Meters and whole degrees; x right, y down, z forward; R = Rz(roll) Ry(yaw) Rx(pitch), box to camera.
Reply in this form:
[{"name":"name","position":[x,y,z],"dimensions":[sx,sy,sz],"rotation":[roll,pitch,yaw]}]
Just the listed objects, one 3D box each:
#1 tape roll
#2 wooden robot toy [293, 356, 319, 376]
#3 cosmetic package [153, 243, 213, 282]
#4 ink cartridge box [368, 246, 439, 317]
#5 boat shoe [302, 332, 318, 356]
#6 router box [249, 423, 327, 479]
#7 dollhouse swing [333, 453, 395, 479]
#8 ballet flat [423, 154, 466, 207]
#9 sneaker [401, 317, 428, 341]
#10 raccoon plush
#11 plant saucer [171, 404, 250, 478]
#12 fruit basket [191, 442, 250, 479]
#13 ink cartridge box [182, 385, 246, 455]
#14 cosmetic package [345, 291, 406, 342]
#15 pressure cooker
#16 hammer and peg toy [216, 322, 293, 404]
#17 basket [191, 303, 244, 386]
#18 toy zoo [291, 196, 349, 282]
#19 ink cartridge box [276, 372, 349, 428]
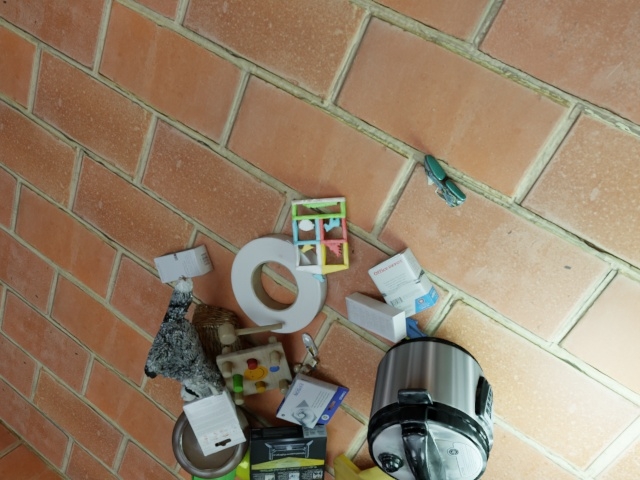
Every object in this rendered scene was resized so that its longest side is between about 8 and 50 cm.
[{"name":"tape roll","position":[-0.162,0.163,1.855],"dimensions":[0.392,0.072,0.392],"rotation":[7,107,23]},{"name":"wooden robot toy","position":[-0.081,0.518,1.928],"dimensions":[0.079,0.076,0.173],"rotation":[42,118,21]},{"name":"cosmetic package","position":[-0.571,0.098,2.020],"dimensions":[0.231,0.085,0.117],"rotation":[-14,99,26]},{"name":"ink cartridge box","position":[0.279,0.145,1.635],"dimensions":[0.148,0.086,0.203],"rotation":[-30,91,31]},{"name":"boat shoe","position":[-0.045,0.410,1.894],"dimensions":[0.035,0.035,0.100],"rotation":[-26,93,29]},{"name":"router box","position":[-0.133,0.876,1.967],"dimensions":[0.309,0.081,0.242],"rotation":[1,108,-9]},{"name":"dollhouse swing","position":[0.252,1.008,1.923],"dimensions":[0.315,0.305,0.346],"rotation":[-10,104,-15]},{"name":"ballet flat","position":[0.370,-0.179,1.512],"dimensions":[0.070,0.070,0.188],"rotation":[-41,83,29]},{"name":"sneaker","position":[0.284,0.292,1.700],"dimensions":[0.209,0.082,0.069],"rotation":[41,161,25]},{"name":"raccoon plush","position":[-0.459,0.391,1.805],"dimensions":[0.299,0.216,0.446],"rotation":[20,109,-7]},{"name":"plant saucer","position":[-0.439,0.789,1.934],"dimensions":[0.311,0.050,0.310],"rotation":[1,78,-4]},{"name":"fruit basket","position":[-0.368,0.916,2.116],"dimensions":[0.392,0.283,0.392],"rotation":[-8,116,-16]},{"name":"ink cartridge box","position":[-0.411,0.704,1.899],"dimensions":[0.181,0.056,0.224],"rotation":[-21,100,3]},{"name":"cosmetic package","position":[0.188,0.258,1.665],"dimensions":[0.239,0.060,0.098],"rotation":[17,123,51]},{"name":"pressure cooker","position":[0.333,0.564,1.508],"dimensions":[0.370,0.420,0.375],"rotation":[32,125,-6]},{"name":"hammer and peg toy","position":[-0.250,0.465,1.848],"dimensions":[0.266,0.127,0.361],"rotation":[-12,129,-3]},{"name":"basket","position":[-0.428,0.434,2.050],"dimensions":[0.214,0.223,0.299],"rotation":[-2,107,-8]},{"name":"toy zoo","position":[0.000,0.000,1.702],"dimensions":[0.192,0.030,0.293],"rotation":[-3,94,13]},{"name":"ink cartridge box","position":[-0.030,0.637,1.896],"dimensions":[0.224,0.045,0.223],"rotation":[20,116,-12]}]
